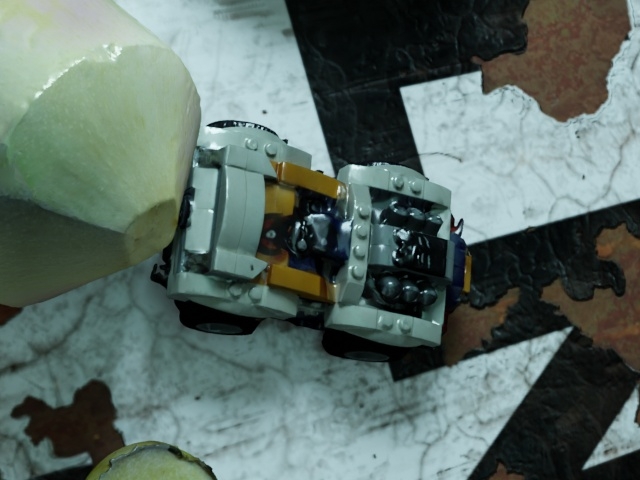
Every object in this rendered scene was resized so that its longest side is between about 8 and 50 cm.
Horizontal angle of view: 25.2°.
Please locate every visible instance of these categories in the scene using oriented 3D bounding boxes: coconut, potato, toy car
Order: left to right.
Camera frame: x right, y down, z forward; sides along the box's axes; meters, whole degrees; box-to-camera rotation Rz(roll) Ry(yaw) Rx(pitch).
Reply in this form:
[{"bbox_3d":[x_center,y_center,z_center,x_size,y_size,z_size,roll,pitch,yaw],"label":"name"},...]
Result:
[{"bbox_3d":[-0.213,-0.073,1.131,0.259,0.259,0.259,5,79,-24],"label":"coconut"},{"bbox_3d":[-0.164,0.262,1.182,0.164,0.081,0.200,29,73,-25],"label":"potato"},{"bbox_3d":[0.002,0.000,1.286,0.301,0.118,0.193,13,73,-23],"label":"toy car"}]
